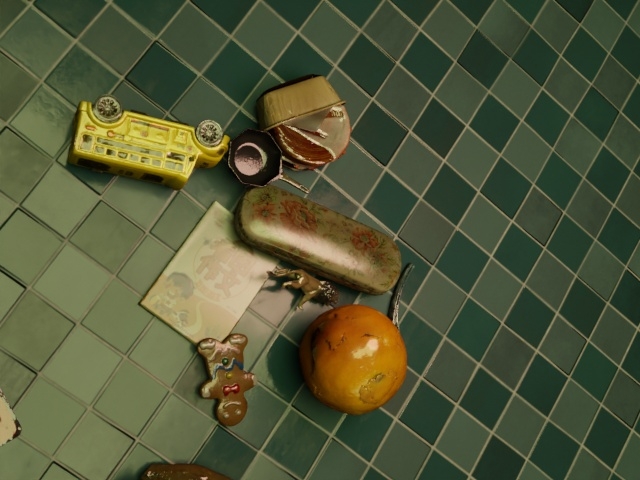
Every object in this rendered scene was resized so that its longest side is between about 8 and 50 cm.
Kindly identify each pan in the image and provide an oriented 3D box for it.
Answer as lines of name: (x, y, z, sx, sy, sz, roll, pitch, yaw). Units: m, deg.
pan: (-0.133, -0.154, 1.926, 0.128, 0.048, 0.202, -40, 103, -21)

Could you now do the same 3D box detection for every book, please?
book: (-0.241, 0.086, 1.923, 0.208, 0.020, 0.295, 38, 70, -13)

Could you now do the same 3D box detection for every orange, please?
orange: (0.072, 0.266, 1.906, 0.246, 0.246, 0.246, 3, 82, -22)

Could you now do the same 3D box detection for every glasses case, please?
glasses case: (0.000, 0.000, 1.986, 0.425, 0.098, 0.157, 23, 59, -19)

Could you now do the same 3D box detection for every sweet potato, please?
sweet potato: (-0.248, 0.549, 1.821, 0.285, 0.085, 0.112, 30, 77, -16)

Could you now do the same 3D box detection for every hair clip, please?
hair clip: (0.193, 0.160, 2.084, 0.070, 0.039, 0.230, 17, 76, -18)

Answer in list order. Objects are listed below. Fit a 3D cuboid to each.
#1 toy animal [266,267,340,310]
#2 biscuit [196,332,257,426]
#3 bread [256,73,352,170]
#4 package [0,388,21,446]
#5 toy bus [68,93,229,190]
toy animal: (-0.050, 0.106, 1.961, 0.219, 0.086, 0.069, 22, 31, -43)
biscuit: (-0.204, 0.313, 1.890, 0.138, 0.031, 0.205, -6, 93, -30)
bread: (-0.033, -0.271, 1.992, 0.224, 0.142, 0.212, -23, 89, -25)
package: (-0.741, 0.365, 1.651, 0.269, 0.071, 0.194, -28, 108, -27)
toy bus: (-0.370, -0.202, 1.841, 0.330, 0.144, 0.152, 12, 78, -20)
